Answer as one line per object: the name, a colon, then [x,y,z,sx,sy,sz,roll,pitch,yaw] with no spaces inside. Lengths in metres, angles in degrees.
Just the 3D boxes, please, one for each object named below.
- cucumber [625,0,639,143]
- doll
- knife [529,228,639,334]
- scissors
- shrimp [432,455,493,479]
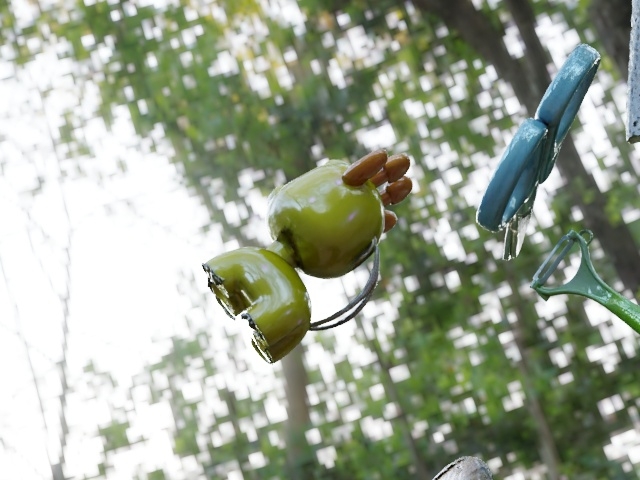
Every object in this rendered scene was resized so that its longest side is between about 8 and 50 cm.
cucumber: [0.419,-0.232,2.164,0.074,0.241,0.074,5,-20,2]
doll: [0.000,0.000,1.591,0.221,0.135,0.143,-38,-27,-14]
knife: [0.278,0.057,1.612,0.078,0.166,0.022,-56,-25,4]
scissors: [0.203,-0.046,1.723,0.192,0.029,0.447,-58,-11,-13]
shrimp: [0.091,0.332,1.545,0.054,0.222,0.290,18,-49,-10]
